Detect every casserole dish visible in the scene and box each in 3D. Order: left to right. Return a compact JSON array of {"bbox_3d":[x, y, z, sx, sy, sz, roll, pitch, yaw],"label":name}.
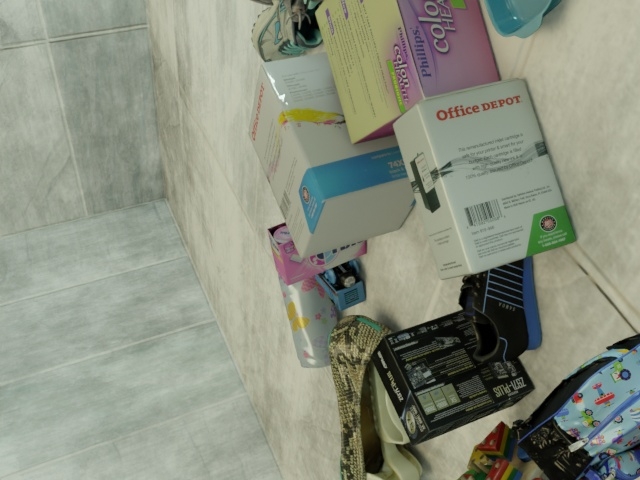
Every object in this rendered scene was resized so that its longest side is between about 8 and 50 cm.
[{"bbox_3d":[0.215,-0.317,0.766,0.114,0.037,0.188,152,102,-70],"label":"casserole dish"}]

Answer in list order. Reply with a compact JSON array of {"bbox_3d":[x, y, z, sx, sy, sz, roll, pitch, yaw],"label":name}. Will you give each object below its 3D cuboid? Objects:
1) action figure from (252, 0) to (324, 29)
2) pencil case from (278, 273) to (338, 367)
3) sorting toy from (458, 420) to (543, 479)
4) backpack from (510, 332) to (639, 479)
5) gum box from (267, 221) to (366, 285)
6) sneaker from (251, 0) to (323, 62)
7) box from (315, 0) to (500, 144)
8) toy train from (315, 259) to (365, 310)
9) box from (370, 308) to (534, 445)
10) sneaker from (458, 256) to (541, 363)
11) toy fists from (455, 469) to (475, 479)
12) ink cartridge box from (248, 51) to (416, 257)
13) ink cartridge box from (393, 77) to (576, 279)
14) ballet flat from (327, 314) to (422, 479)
[{"bbox_3d":[-0.037,-0.488,1.120,0.099,0.185,0.285,-149,58,-64],"label":"action figure"},{"bbox_3d":[-0.016,0.162,1.625,0.113,0.124,0.273,-9,97,49],"label":"pencil case"},{"bbox_3d":[0.255,0.312,0.984,0.046,0.132,0.274,40,158,-2],"label":"sorting toy"},{"bbox_3d":[0.312,0.179,0.726,0.117,0.158,0.173,53,140,28],"label":"backpack"},{"bbox_3d":[0.000,0.000,1.364,0.062,0.188,0.107,51,157,47],"label":"gum box"},{"bbox_3d":[-0.052,-0.398,1.316,0.122,0.110,0.283,64,158,18],"label":"sneaker"},{"bbox_3d":[0.109,-0.272,0.964,0.243,0.117,0.213,162,92,-71],"label":"box"},{"bbox_3d":[0.027,0.067,1.495,0.184,0.080,0.105,45,151,53],"label":"toy train"},{"bbox_3d":[0.188,0.190,1.005,0.147,0.180,0.077,64,156,24],"label":"box"},{"bbox_3d":[0.227,0.052,0.929,0.081,0.090,0.232,178,77,-70],"label":"sneaker"},{"bbox_3d":[0.235,0.486,1.169,0.096,0.142,0.279,27,139,21],"label":"toy fists"},{"bbox_3d":[0.020,-0.151,1.170,0.198,0.197,0.270,113,137,-61],"label":"ink cartridge box"},{"bbox_3d":[0.194,-0.073,0.837,0.087,0.153,0.208,154,101,-71],"label":"ink cartridge box"},{"bbox_3d":[0.121,0.387,1.399,0.182,0.164,0.482,12,115,50],"label":"ballet flat"}]
